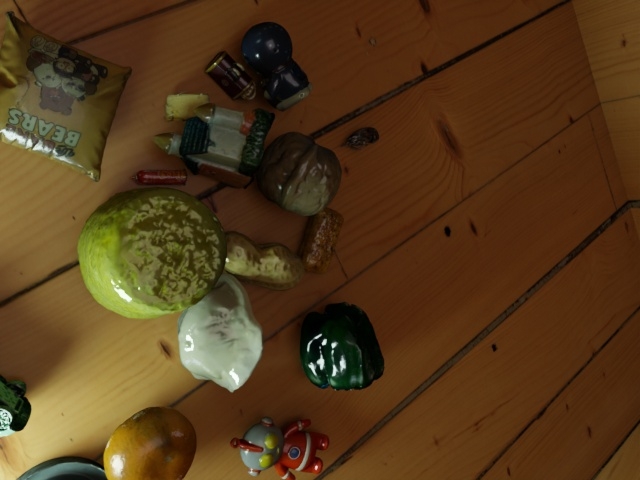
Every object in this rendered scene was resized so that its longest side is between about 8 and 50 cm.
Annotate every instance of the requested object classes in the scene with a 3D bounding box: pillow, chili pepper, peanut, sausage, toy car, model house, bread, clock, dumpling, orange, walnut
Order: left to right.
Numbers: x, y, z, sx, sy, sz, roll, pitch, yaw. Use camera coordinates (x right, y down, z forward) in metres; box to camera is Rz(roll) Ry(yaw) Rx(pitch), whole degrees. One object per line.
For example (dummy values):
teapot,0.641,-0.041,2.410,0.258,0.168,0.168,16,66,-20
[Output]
toy car,-0.808,0.337,1.291,0.125,0.136,0.306,-40,111,-1
pillow,-0.642,-0.341,1.365,0.310,0.119,0.312,21,83,-34
clock,-0.661,0.706,1.429,0.313,0.061,0.312,-1,93,-31
orange,-0.448,0.551,1.486,0.240,0.171,0.240,-12,110,-37
bread,-0.411,0.036,1.410,0.348,0.308,0.348,-1,92,-30
sausage,-0.440,-0.174,1.539,0.145,0.048,0.050,-3,88,-29
bread,-0.367,-0.369,1.553,0.109,0.080,0.084,-2,91,-33
model house,-0.296,-0.268,1.524,0.291,0.253,0.184,10,80,-19
dumpling,-0.271,0.261,1.550,0.187,0.243,0.318,1,104,-60
peanut,-0.182,0.061,1.651,0.305,0.147,0.147,15,84,-28
clock,-0.130,-0.517,1.653,0.243,0.146,0.199,57,33,-22
walnut,-0.063,-0.192,1.662,0.248,0.248,0.248,-1,93,-31
bread,0.000,0.000,1.789,0.114,0.083,0.211,21,83,-34
chili pepper,0.064,0.332,1.759,0.233,0.248,0.256,-20,102,-52

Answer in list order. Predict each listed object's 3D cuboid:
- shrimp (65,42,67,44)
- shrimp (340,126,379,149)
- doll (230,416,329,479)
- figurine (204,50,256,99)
shrimp,-0.685,-0.490,1.392,0.108,0.023,0.059,-22,95,-29
shrimp,0.127,-0.331,1.866,0.165,0.056,0.065,-30,113,-24
doll,-0.124,0.633,1.724,0.336,0.105,0.199,22,81,-31
figurine,-0.240,-0.471,1.617,0.154,0.098,0.082,42,67,-22
